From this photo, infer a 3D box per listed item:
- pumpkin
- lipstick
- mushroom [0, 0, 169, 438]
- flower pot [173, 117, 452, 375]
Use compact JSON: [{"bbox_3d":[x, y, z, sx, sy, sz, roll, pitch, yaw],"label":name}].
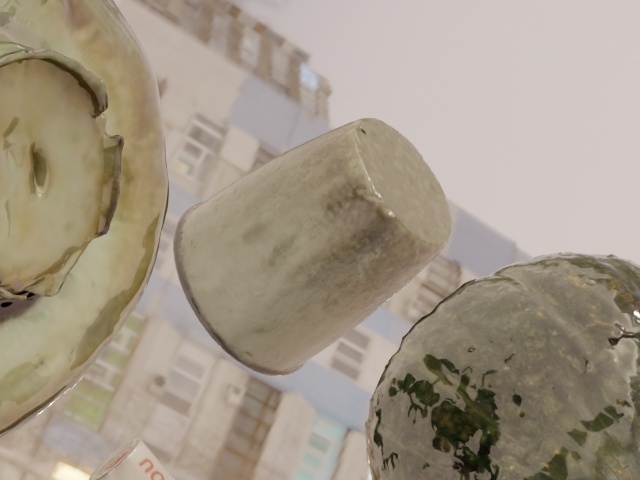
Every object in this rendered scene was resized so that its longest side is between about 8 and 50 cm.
[{"bbox_3d":[0.202,0.181,0.919,0.291,0.327,0.257,-41,-160,-6],"label":"pumpkin"},{"bbox_3d":[-0.076,0.173,0.680,0.038,0.130,0.038,-37,-170,7],"label":"lipstick"},{"bbox_3d":[-0.230,-0.045,0.671,0.260,0.352,0.352,13,-110,37],"label":"mushroom"},{"bbox_3d":[0.000,0.000,1.725,0.330,0.293,0.293,-32,-150,30],"label":"flower pot"}]
